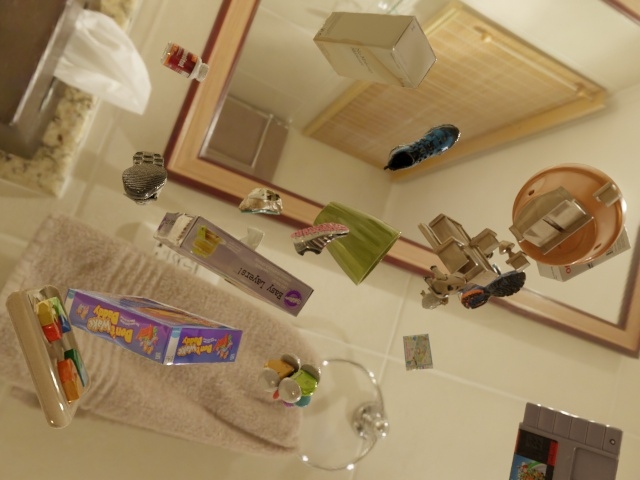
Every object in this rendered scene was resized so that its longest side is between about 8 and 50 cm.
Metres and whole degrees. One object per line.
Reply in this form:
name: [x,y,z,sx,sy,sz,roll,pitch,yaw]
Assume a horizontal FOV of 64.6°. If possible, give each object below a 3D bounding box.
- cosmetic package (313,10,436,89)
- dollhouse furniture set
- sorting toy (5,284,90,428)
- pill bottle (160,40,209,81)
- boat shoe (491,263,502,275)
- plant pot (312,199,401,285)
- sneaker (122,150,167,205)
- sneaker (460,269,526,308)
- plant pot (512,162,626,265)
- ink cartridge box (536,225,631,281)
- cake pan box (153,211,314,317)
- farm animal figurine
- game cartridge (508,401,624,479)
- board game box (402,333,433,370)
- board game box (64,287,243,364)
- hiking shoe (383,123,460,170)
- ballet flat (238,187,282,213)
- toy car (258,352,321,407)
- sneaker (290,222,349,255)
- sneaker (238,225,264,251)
cosmetic package: [0.144,-0.528,1.394,0.309,0.160,0.113,29,-98,44]
dollhouse furniture set: [0.433,-0.077,1.127,0.355,0.303,0.174,-43,-123,22]
sorting toy: [-0.389,0.158,0.753,0.208,0.038,0.193,173,-101,-74]
pill bottle: [-0.473,-0.620,1.769,0.086,0.152,0.086,-38,-140,41]
boat shoe: [0.630,0.158,1.897,0.109,0.089,0.258,-35,164,9]
plant pot: [0.121,-0.016,2.011,0.275,0.293,0.275,-49,170,-11]
sneaker: [-0.531,-0.160,1.540,0.330,0.122,0.146,-115,-145,-65]
sneaker: [0.556,0.141,1.647,0.221,0.083,0.087,-25,-151,24]
plant pot: [0.656,-0.054,1.377,0.203,0.291,0.291,-24,153,-52]
ink cartridge box: [0.863,-0.017,1.701,0.121,0.289,0.211,-157,-134,-73]
cake pan box: [-0.173,0.037,0.942,0.070,0.246,0.267,-58,-153,-12]
farm animal figurine: [0.607,0.168,2.179,0.330,0.327,0.172,89,-22,-47]
game cartridge: [0.585,0.604,1.242,0.230,0.068,0.355,9,-97,31]
board game box: [0.379,0.434,1.973,0.154,0.103,0.026,-84,163,-51]
board game box: [-0.391,0.197,1.175,0.347,0.233,0.078,12,-95,31]
hiking shoe: [0.394,-0.342,1.949,0.304,0.113,0.132,-24,-158,35]
ballet flat: [-0.155,-0.103,1.310,0.206,0.073,0.067,-11,105,-76]
toy car: [-0.094,0.437,1.528,0.159,0.182,0.136,-23,125,-54]
sneaker: [0.000,0.000,1.426,0.063,0.170,0.075,-136,-143,-60]
sneaker: [-0.316,0.039,2.101,0.212,0.094,0.080,-65,-177,-22]
